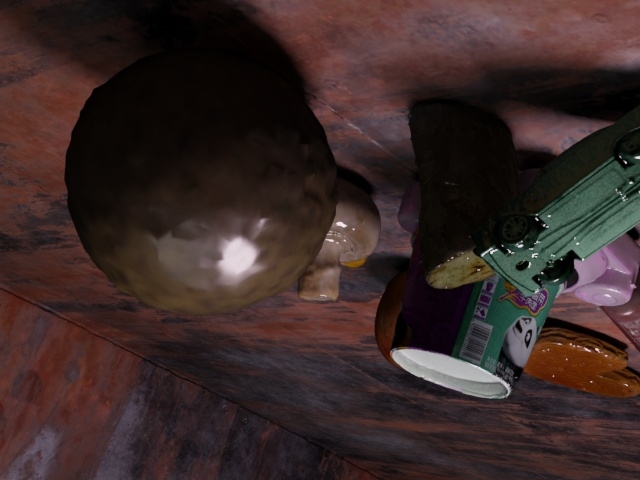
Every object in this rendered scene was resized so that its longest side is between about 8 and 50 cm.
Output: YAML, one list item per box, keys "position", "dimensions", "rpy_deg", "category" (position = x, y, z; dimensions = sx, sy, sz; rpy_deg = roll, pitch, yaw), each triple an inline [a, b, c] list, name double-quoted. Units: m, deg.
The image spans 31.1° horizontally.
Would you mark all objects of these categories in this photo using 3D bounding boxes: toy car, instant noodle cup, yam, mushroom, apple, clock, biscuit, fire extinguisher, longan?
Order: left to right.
- position: [-0.163, -0.086, 1.621]
  dimensions: [0.391, 0.391, 0.391]
  rpy_deg: [17, 160, 6]
  category: "longan"
- position: [-0.005, -0.011, 1.942]
  dimensions: [0.206, 0.209, 0.206]
  rpy_deg: [28, -175, -3]
  category: "mushroom"
- position: [0.207, 0.156, 2.191]
  dimensions: [0.211, 0.188, 0.211]
  rpy_deg: [14, 163, 4]
  category: "apple"
- position: [0.201, -0.065, 1.578]
  dimensions: [0.153, 0.255, 0.154]
  rpy_deg: [-3, 152, -2]
  category: "yam"
- position: [0.224, 0.116, 1.731]
  dimensions: [0.251, 0.190, 0.251]
  rpy_deg: [19, 162, 6]
  category: "instant noodle cup"
- position: [0.302, -0.007, 1.777]
  dimensions: [0.322, 0.113, 0.295]
  rpy_deg: [1, 154, 43]
  category: "clock"
- position: [0.537, 0.242, 2.320]
  dimensions: [0.262, 0.052, 0.277]
  rpy_deg: [12, 159, 4]
  category: "biscuit"
- position: [0.344, -0.060, 1.433]
  dimensions: [0.320, 0.097, 0.141]
  rpy_deg: [-37, 134, 18]
  category: "toy car"
- position: [0.529, 0.107, 1.909]
  dimensions: [0.104, 0.105, 0.269]
  rpy_deg: [3, 155, 38]
  category: "fire extinguisher"

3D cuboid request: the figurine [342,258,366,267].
- position: [0.001, 0.022, 2.115]
  dimensions: [0.176, 0.122, 0.121]
  rpy_deg: [9, 156, 28]
  category: "figurine"
